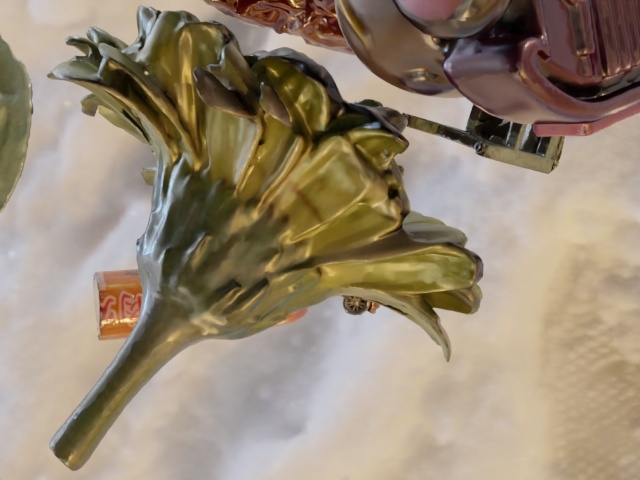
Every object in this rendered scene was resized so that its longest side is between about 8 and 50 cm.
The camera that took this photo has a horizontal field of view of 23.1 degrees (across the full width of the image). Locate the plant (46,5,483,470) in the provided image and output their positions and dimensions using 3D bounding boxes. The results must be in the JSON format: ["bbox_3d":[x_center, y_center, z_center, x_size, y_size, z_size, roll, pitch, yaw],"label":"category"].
[{"bbox_3d":[-0.063,-0.018,0.992,0.306,0.297,0.261,36,141,26],"label":"plant"}]

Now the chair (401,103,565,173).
[{"bbox_3d":[0.239,-0.156,1.832,0.147,0.270,0.136,24,98,43],"label":"chair"}]

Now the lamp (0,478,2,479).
[{"bbox_3d":[-0.406,0.308,1.668,0.223,0.215,0.151,18,84,44],"label":"lamp"}]

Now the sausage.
[{"bbox_3d":[-0.106,0.057,1.554,0.234,0.071,0.071,-4,84,-13],"label":"sausage"}]

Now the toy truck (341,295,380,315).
[{"bbox_3d":[0.000,0.000,1.757,0.192,0.083,0.092,31,111,-16],"label":"toy truck"}]

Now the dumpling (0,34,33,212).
[{"bbox_3d":[-0.327,-0.090,1.338,0.152,0.108,0.219,20,105,54],"label":"dumpling"}]

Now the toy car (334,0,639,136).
[{"bbox_3d":[0.075,-0.229,0.871,0.240,0.271,0.340,1,107,47],"label":"toy car"}]

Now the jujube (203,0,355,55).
[{"bbox_3d":[-0.023,-0.375,1.879,0.276,0.377,0.276,-48,26,33],"label":"jujube"}]
